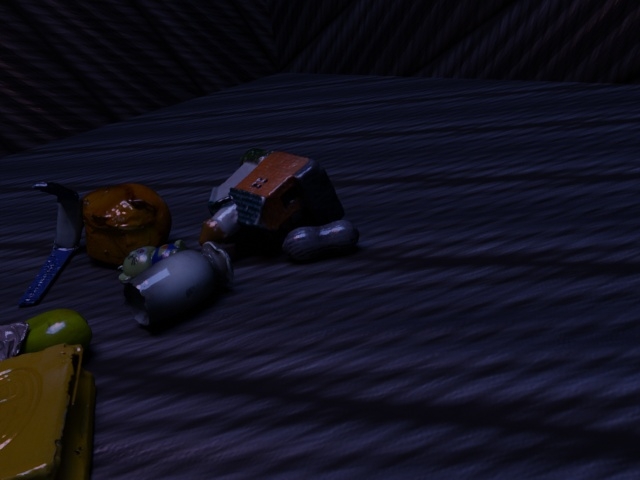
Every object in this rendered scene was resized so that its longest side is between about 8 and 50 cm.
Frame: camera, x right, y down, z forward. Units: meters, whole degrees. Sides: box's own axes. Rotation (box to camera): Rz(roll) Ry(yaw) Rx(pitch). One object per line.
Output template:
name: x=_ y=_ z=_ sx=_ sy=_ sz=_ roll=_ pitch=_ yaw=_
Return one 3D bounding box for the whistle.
whistle: x=-0.321 y=0.049 z=1.385 sx=0.227 sy=0.085 sz=0.105 roll=-6 pitch=33 yaw=9

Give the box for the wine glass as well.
wine glass: x=-0.270 y=0.081 z=1.259 sx=0.204 sy=0.111 sz=0.111 roll=-27 pitch=29 yaw=-37

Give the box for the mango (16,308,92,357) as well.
mango: x=-0.486 y=0.173 z=1.162 sx=0.163 sy=0.089 sz=0.117 roll=-5 pitch=38 yaw=14

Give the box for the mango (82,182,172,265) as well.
mango: x=-0.480 y=-0.043 z=1.566 sx=0.199 sy=0.201 sz=0.350 roll=26 pitch=-8 yaw=-33

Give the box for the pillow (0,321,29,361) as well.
pillow: x=-0.621 y=0.202 z=1.128 sx=0.248 sy=0.049 sz=0.135 roll=-8 pitch=53 yaw=26

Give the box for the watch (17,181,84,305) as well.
watch: x=-0.624 y=0.008 z=1.541 sx=0.068 sy=0.277 sz=0.274 roll=8 pitch=-2 yaw=-8

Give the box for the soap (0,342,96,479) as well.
soap: x=-0.428 y=0.272 z=0.911 sx=0.204 sy=0.096 sz=0.324 roll=-15 pitch=24 yaw=-10

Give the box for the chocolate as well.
chocolate: x=0.000 y=0.000 z=1.382 sx=0.166 sy=0.072 sz=0.072 roll=-10 pitch=23 yaw=-4

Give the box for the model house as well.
model house: x=-0.145 y=-0.052 z=1.479 sx=0.271 sy=0.190 sz=0.301 roll=19 pitch=51 yaw=44
